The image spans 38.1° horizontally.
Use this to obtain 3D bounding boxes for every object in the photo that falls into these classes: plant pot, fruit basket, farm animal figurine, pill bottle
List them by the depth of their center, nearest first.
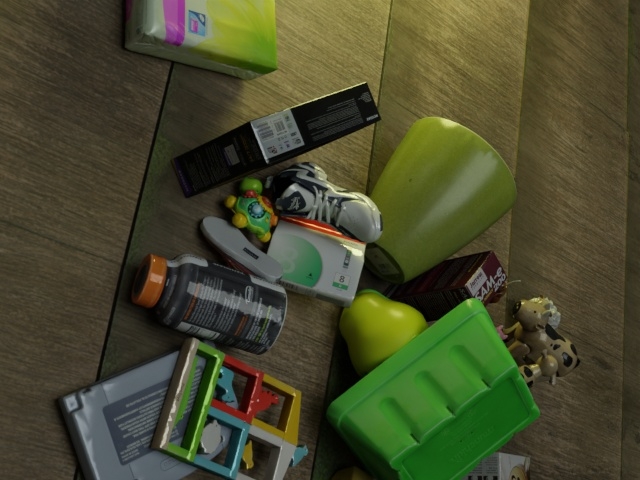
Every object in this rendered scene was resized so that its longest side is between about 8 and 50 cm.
[{"bbox_3d":[-0.190,0.100,1.563,0.246,0.130,0.130,21,65,-23],"label":"pill bottle"},{"bbox_3d":[0.059,0.474,1.738,0.081,0.081,0.083,37,46,-29],"label":"plant pot"},{"bbox_3d":[0.180,0.265,1.788,0.283,0.392,0.392,58,46,-37],"label":"fruit basket"},{"bbox_3d":[0.209,-0.057,1.915,0.293,0.275,0.274,-48,111,-22],"label":"plant pot"},{"bbox_3d":[0.463,0.225,2.053,0.327,0.172,0.330,29,47,-35],"label":"farm animal figurine"}]

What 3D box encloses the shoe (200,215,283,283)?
[{"bbox_3d":[-0.155,0.037,1.676,0.178,0.081,0.063,37,38,6],"label":"shoe"}]

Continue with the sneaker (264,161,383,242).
[{"bbox_3d":[-0.008,-0.063,1.715,0.235,0.094,0.153,44,35,24],"label":"sneaker"}]

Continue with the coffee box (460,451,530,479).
[{"bbox_3d":[0.356,0.596,1.920,0.168,0.119,0.297,25,62,-52],"label":"coffee box"}]

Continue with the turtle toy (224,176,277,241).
[{"bbox_3d":[-0.124,-0.063,1.712,0.095,0.066,0.130,33,24,-47],"label":"turtle toy"}]

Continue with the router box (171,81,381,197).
[{"bbox_3d":[-0.078,-0.183,1.680,0.309,0.243,0.081,-26,96,-42],"label":"router box"}]

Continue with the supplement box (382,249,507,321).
[{"bbox_3d":[0.247,0.101,1.894,0.130,0.239,0.073,-45,110,-39],"label":"supplement box"}]

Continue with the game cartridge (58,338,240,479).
[{"bbox_3d":[-0.266,0.295,1.512,0.297,0.062,0.198,-19,96,-43],"label":"game cartridge"}]

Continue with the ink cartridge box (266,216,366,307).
[{"bbox_3d":[0.000,0.000,1.772,0.181,0.056,0.224,17,66,-1],"label":"ink cartridge box"}]

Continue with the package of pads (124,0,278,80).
[{"bbox_3d":[-0.219,-0.442,1.721,0.297,0.101,0.229,8,75,-41],"label":"package of pads"}]

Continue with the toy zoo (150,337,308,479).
[{"bbox_3d":[-0.135,0.310,1.569,0.293,0.030,0.192,32,59,-33],"label":"toy zoo"}]
